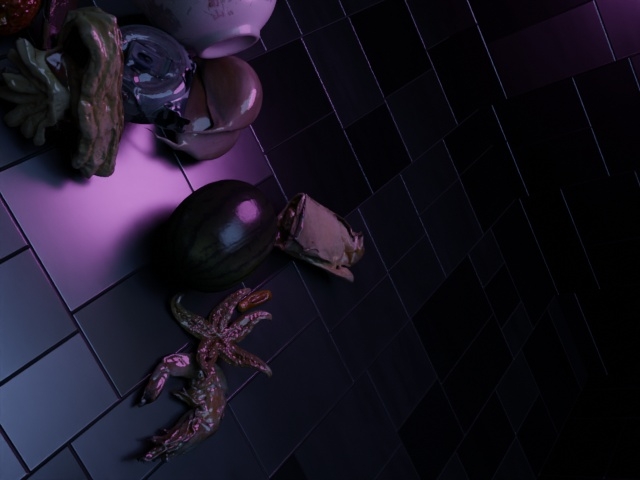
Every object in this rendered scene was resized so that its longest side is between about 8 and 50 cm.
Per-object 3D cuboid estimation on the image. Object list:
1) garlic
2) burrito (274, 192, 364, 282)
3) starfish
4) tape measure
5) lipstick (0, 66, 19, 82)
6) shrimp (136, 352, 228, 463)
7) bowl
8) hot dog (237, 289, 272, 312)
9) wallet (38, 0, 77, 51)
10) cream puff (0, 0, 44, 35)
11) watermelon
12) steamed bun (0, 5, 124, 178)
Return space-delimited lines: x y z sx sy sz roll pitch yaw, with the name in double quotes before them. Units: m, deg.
"garlic" -0.295 -0.373 2.040 0.246 0.231 0.340 47 44 -31
"burrito" -0.002 0.003 2.319 0.331 0.135 0.190 32 62 -39
"starfish" -0.277 0.257 1.980 0.327 0.094 0.375 28 43 -20
"tape measure" -0.457 -0.435 1.884 0.274 0.147 0.256 16 61 -17
"lipstick" -0.709 -0.383 1.746 0.129 0.030 0.030 15 69 -46
"shrimp" -0.369 0.435 1.865 0.247 0.085 0.360 55 41 -13
"bowl" -0.280 -0.620 1.963 0.434 0.434 0.196 -20 94 -47
"hot dog" -0.196 0.178 2.147 0.137 0.028 0.044 -19 87 -46
"wallet" -0.636 -0.496 1.748 0.122 0.031 0.232 -42 148 -68
"cream puff" -0.760 -0.636 1.618 0.350 0.228 0.351 18 65 -44
"watermelon" -0.262 -0.021 1.941 0.359 0.278 0.279 -44 112 -43
"steamed bun" -0.601 -0.343 1.668 0.247 0.428 0.189 31 39 17
